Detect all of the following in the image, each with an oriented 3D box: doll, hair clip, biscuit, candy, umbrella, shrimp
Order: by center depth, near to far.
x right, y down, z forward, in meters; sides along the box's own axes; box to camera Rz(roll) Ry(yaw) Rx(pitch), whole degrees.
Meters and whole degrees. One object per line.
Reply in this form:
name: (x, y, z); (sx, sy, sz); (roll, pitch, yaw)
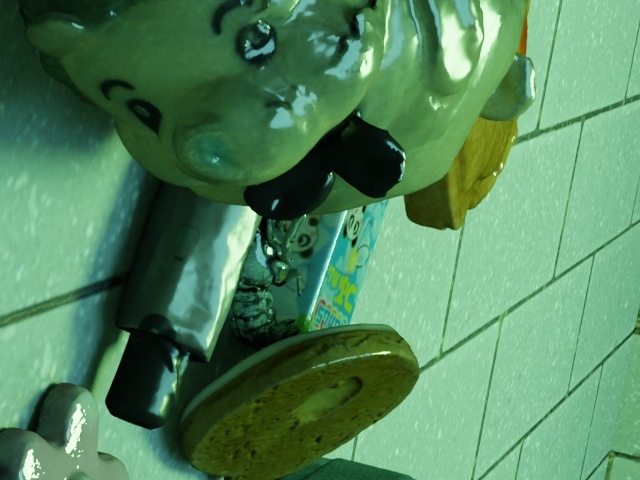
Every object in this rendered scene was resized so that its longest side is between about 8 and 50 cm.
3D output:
doll: (-0.024, -0.122, 0.977); (0.349, 0.247, 0.247); (27, 77, -57)
hair clip: (-0.157, 0.218, 1.092); (0.146, 0.075, 0.257); (-27, 123, -60)
umbrella: (-0.065, -0.041, 1.165); (0.073, 0.067, 0.337); (-12, -124, 63)
shrimp: (-0.041, 0.016, 1.252); (0.076, 0.082, 0.174); (-57, 152, -45)
biscuit: (-0.018, 0.113, 1.317); (0.181, 0.049, 0.208); (-32, 156, 9)
candy: (0.000, 0.000, 1.391); (0.097, 0.062, 0.194); (48, 58, -68)
biscuit: (0.134, -0.225, 1.523); (0.350, 0.078, 0.455); (56, 42, -63)

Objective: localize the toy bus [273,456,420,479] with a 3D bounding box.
toy bus: (-0.013, 0.296, 1.408); (0.323, 0.162, 0.194); (-20, 118, -66)
